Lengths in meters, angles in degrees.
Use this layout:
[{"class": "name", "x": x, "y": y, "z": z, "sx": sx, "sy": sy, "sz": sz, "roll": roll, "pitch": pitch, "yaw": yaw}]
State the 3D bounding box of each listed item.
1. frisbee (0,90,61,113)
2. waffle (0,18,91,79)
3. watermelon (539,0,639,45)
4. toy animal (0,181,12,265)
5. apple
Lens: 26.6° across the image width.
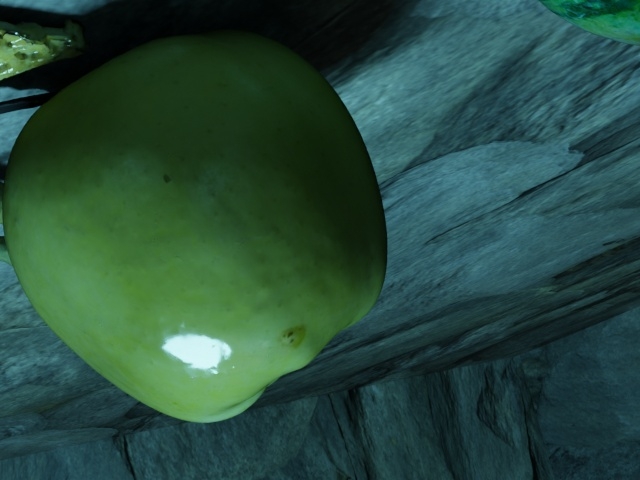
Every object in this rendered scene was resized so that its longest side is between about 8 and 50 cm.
[{"class": "frisbee", "x": -0.244, "y": -0.072, "z": 0.858, "sx": 0.211, "sy": 0.012, "sz": 0.187, "roll": -16, "pitch": -175, "yaw": -6}, {"class": "waffle", "x": -0.204, "y": -0.125, "z": 0.783, "sx": 0.097, "sy": 0.023, "sz": 0.152, "roll": -18, "pitch": 167, "yaw": 8}, {"class": "watermelon", "x": 0.143, "y": -0.185, "z": 0.772, "sx": 0.146, "sy": 0.128, "sz": 0.231, "roll": 11, "pitch": 161, "yaw": -22}, {"class": "toy animal", "x": -0.304, "y": -0.018, "z": 1.032, "sx": 0.218, "sy": 0.103, "sz": 0.101, "roll": -11, "pitch": -173, "yaw": -28}, {"class": "apple", "x": -0.078, "y": -0.014, "z": 0.907, "sx": 0.262, "sy": 0.262, "sz": 0.262, "roll": -14, "pitch": 168, "yaw": -3}]
